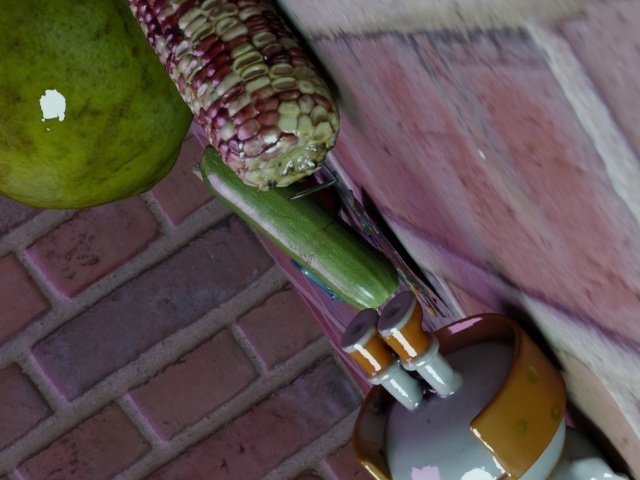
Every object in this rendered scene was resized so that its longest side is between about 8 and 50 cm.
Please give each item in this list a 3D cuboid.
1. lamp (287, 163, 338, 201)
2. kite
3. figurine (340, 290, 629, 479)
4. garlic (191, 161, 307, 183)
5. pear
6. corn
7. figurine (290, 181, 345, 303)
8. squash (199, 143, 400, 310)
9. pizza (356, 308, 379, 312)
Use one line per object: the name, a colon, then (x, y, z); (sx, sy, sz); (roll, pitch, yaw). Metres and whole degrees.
lamp: (-0.032, -0.097, 1.146); (0.121, 0.054, 0.041); (64, 174, -4)
kite: (0.065, 0.012, 1.105); (0.159, 0.010, 0.190); (57, 177, -33)
figurine: (0.116, 0.146, 0.798); (0.271, 0.143, 0.143); (58, 175, -8)
garlic: (-0.068, -0.078, 1.399); (0.124, 0.099, 0.174); (37, 180, -2)
pear: (-0.300, -0.212, 1.363); (0.352, 0.352, 0.413); (52, 180, 38)
corn: (-0.085, -0.166, 0.920); (0.290, 0.098, 0.098); (58, 176, 19)
figurine: (-0.001, -0.002, 1.278); (0.140, 0.075, 0.068); (56, 175, -24)
squash: (-0.022, -0.017, 1.197); (0.229, 0.066, 0.066); (40, 175, 1)
pizza: (0.018, 0.014, 1.427); (0.160, 0.035, 0.099); (54, 175, 17)
